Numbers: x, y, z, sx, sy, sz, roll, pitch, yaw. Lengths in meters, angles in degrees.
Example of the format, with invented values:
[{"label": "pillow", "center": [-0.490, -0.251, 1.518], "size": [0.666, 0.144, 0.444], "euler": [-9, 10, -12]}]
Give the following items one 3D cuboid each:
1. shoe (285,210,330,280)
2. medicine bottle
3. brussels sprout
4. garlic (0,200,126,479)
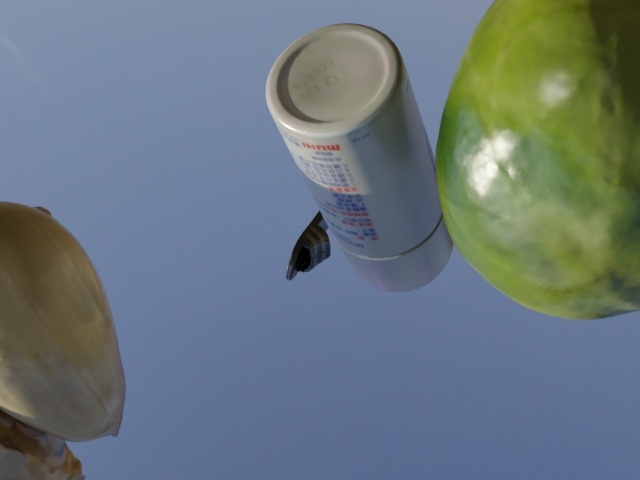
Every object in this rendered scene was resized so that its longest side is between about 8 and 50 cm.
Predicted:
[{"label": "shoe", "center": [0.000, 0.000, 1.755], "size": [0.049, 0.071, 0.179], "euler": [23, -130, 13]}, {"label": "medicine bottle", "center": [0.055, -0.061, 1.064], "size": [0.130, 0.341, 0.130], "euler": [-8, -123, 13]}, {"label": "brussels sprout", "center": [0.248, -0.079, 0.907], "size": [0.268, 0.344, 0.344], "euler": [15, -159, 39]}, {"label": "garlic", "center": [-0.334, 0.121, 1.056], "size": [0.286, 0.249, 0.313], "euler": [-28, -104, -5]}]
